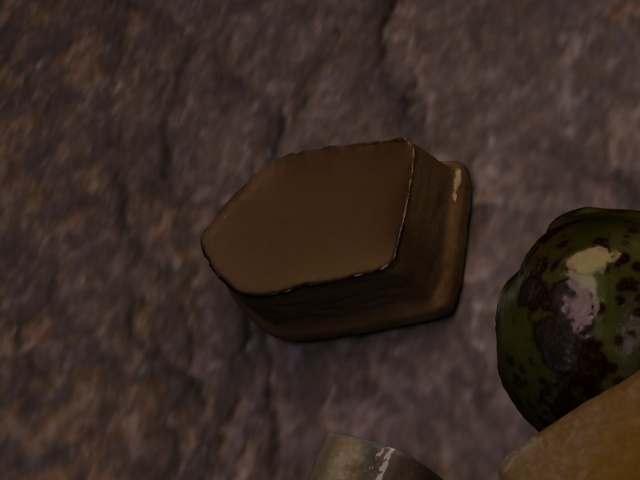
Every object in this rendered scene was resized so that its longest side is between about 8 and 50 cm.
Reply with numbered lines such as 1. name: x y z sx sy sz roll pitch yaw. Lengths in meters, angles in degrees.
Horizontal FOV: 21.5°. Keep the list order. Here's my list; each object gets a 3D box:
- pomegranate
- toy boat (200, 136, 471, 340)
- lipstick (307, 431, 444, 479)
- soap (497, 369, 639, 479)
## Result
1. pomegranate: 0.169 0.040 0.865 0.163 0.138 0.126 -10 86 13
2. toy boat: 0.000 0.000 1.078 0.188 0.061 0.116 -11 57 36
3. lipstick: -0.009 0.234 0.919 0.077 0.079 0.253 9 70 43
4. soap: 0.228 0.175 0.724 0.259 0.143 0.281 -32 42 17
